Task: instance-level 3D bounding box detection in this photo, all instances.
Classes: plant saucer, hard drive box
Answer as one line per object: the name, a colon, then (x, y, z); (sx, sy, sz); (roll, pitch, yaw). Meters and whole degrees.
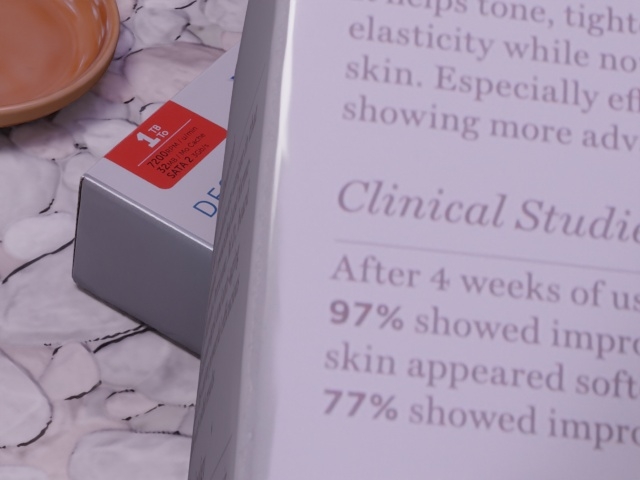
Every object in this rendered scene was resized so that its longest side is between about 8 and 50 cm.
plant saucer: (-0.232, -0.138, 1.208); (0.200, 0.037, 0.200); (7, 45, -7)
hard drive box: (0.000, 0.000, 1.084); (0.232, 0.089, 0.181); (28, 46, 16)

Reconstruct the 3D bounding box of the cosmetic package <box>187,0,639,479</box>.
cosmetic package: (0.117, 0.048, 0.807); (0.329, 0.327, 0.393); (7, 69, -5)
